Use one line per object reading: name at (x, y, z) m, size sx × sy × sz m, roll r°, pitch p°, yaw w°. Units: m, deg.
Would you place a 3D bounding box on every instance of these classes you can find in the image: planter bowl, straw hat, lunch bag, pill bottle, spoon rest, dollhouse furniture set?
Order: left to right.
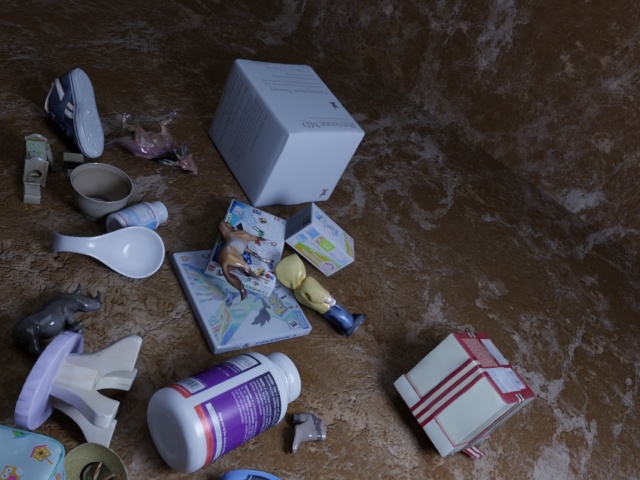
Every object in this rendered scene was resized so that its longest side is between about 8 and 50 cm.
lunch bag at (-0.584, 0.453, 1.022) m, size 0.224 × 0.107 × 0.279 m, roll 12°, pitch 37°, yaw -2°
dollhouse furniture set at (-0.738, -0.196, 1.669) m, size 0.161 × 0.101 × 0.181 m, roll 3°, pitch 45°, yaw -30°
planter bowl at (-0.613, -0.123, 1.660) m, size 0.162 × 0.109 × 0.162 m, roll 17°, pitch 40°, yaw -15°
straw hat at (-0.426, 0.459, 1.158) m, size 0.144 × 0.144 × 0.061 m, roll 40°, pitch -1°, yaw 13°
spoon rest at (-0.543, 0.023, 1.545) m, size 0.277 × 0.084 × 0.137 m, roll 7°, pitch 86°, yaw -21°
pill bottle at (-0.508, -0.056, 1.670) m, size 0.087 × 0.087 × 0.160 m, roll 41°, pitch 39°, yaw 15°
pill bottle at (-0.201, 0.360, 1.321) m, size 0.323 × 0.181 × 0.181 m, roll -17°, pitch 57°, yaw -43°

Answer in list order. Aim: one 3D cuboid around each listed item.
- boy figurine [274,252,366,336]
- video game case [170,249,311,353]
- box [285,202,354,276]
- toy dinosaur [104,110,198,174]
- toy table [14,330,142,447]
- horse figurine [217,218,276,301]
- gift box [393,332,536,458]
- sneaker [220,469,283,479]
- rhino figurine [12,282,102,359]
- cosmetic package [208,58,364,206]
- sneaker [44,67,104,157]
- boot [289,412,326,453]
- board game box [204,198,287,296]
boy figurine at (-0.011, 0.153, 1.697) m, size 0.285 × 0.177 × 0.092 m, roll 43°, pitch 77°, yaw -3°
video game case at (-0.221, 0.149, 1.664) m, size 0.300 × 0.036 × 0.329 m, roll -6°, pitch 50°, yaw -37°
box at (0.000, 0.000, 1.853) m, size 0.203 × 0.114 × 0.103 m, roll 41°, pitch 31°, yaw -30°
toy dinosaur at (-0.534, -0.299, 1.907) m, size 0.296 × 0.127 × 0.200 m, roll -5°, pitch 56°, yaw -29°
toy table at (-0.470, 0.293, 1.195) m, size 0.161 × 0.252 × 0.274 m, roll 18°, pitch 17°, yaw -8°
horse figurine at (-0.214, 0.041, 1.621) m, size 0.175 × 0.066 × 0.263 m, roll 27°, pitch 35°, yaw -15°
gift box at (0.384, 0.415, 1.584) m, size 0.276 × 0.258 × 0.255 m, roll 17°, pitch 33°, yaw -48°
sneaker at (-0.102, 0.553, 1.248) m, size 0.232 × 0.081 × 0.090 m, roll 21°, pitch 31°, yaw -13°
rhino figurine at (-0.590, 0.175, 1.370) m, size 0.106 × 0.073 × 0.243 m, roll 36°, pitch 37°, yaw 4°
cosmetic package at (-0.129, -0.370, 2.073) m, size 0.330 × 0.327 × 0.393 m, roll -9°, pitch 53°, yaw -39°
sneaker at (-0.761, -0.375, 1.850) m, size 0.128 × 0.126 × 0.320 m, roll -21°, pitch 65°, yaw 7°
boot at (-0.029, 0.463, 1.430) m, size 0.087 × 0.042 × 0.118 m, roll 20°, pitch 39°, yaw -15°
board game box at (-0.208, 0.015, 1.753) m, size 0.193 × 0.053 × 0.305 m, roll 22°, pitch 38°, yaw -10°
